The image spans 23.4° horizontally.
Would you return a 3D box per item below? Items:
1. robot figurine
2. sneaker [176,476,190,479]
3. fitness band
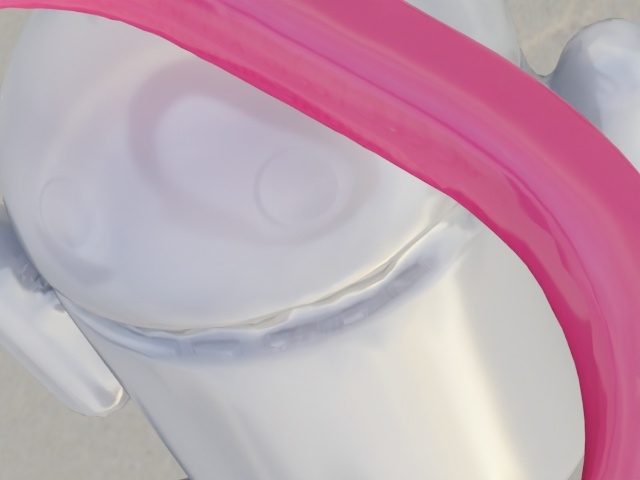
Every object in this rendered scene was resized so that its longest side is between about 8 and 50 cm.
[{"bbox_3d":[0.000,0.000,0.624,0.300,0.200,0.353,-17,136,9],"label":"robot figurine"},{"bbox_3d":[-0.118,0.253,1.234,0.321,0.127,0.126,14,139,-16],"label":"sneaker"},{"bbox_3d":[-0.043,0.014,0.393,0.291,0.209,0.054,31,153,12],"label":"fitness band"}]
